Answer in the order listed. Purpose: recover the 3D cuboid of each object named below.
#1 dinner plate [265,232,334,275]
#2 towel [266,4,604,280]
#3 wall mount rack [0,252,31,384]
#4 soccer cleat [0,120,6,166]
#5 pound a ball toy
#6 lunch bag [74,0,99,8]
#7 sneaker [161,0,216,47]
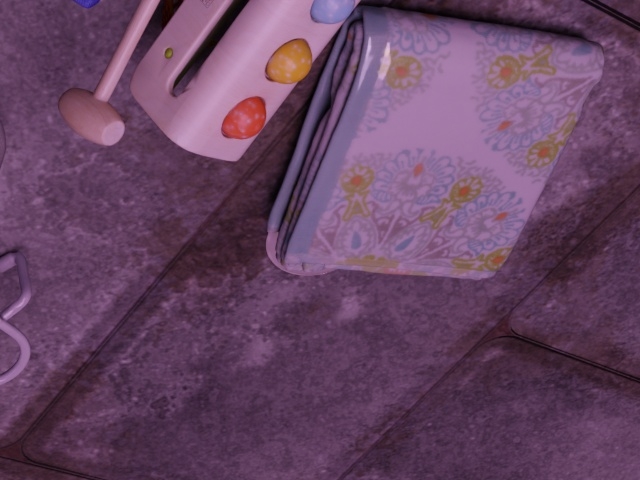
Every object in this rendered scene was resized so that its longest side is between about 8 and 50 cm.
[{"bbox_3d":[0.000,0.000,2.180,0.141,0.017,0.141,-8,137,-8],"label":"dinner plate"},{"bbox_3d":[0.131,-0.108,2.053,0.320,0.090,0.374,3,131,-25],"label":"towel"},{"bbox_3d":[-0.526,0.078,2.020,0.304,0.130,0.350,-36,134,14],"label":"wall mount rack"},{"bbox_3d":[-0.501,-0.104,1.815,0.331,0.143,0.116,0,135,-17],"label":"soccer cleat"},{"bbox_3d":[-0.095,-0.203,1.764,0.319,0.136,0.208,-52,152,17],"label":"pound a ball toy"},{"bbox_3d":[-0.295,-0.446,1.450,0.385,0.239,0.328,24,131,0],"label":"lunch bag"},{"bbox_3d":[-0.128,-0.279,1.827,0.067,0.064,0.175,-18,147,-29],"label":"sneaker"}]
